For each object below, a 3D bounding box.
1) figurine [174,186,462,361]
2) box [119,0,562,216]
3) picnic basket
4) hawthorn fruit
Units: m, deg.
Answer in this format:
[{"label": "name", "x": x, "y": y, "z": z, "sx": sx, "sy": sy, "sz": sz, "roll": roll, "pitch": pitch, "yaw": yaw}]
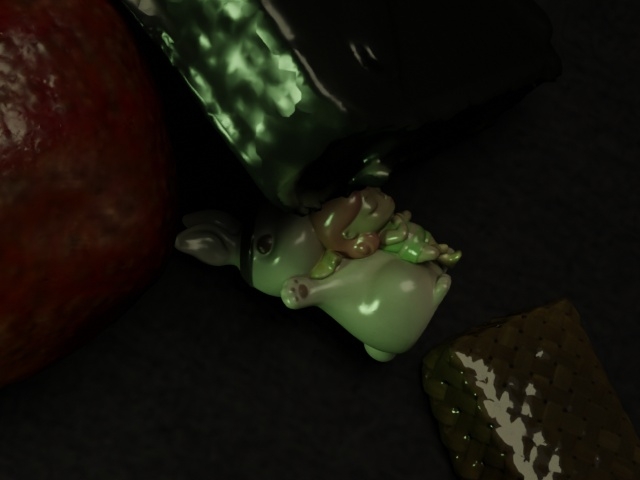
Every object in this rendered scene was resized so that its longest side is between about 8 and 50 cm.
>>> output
[{"label": "figurine", "x": 0.002, "y": -0.004, "z": 0.898, "sx": 0.146, "sy": 0.081, "sz": 0.098, "roll": 30, "pitch": 97, "yaw": -5}, {"label": "box", "x": -0.022, "y": -0.195, "z": 0.881, "sx": 0.350, "sy": 0.091, "sz": 0.359, "roll": 55, "pitch": 27, "yaw": 4}, {"label": "picnic basket", "x": 0.138, "y": 0.129, "z": 0.907, "sx": 0.110, "sy": 0.055, "sz": 0.193, "roll": -19, "pitch": 77, "yaw": -27}, {"label": "hawthorn fruit", "x": -0.190, "y": -0.031, "z": 0.770, "sx": 0.250, "sy": 0.215, "sz": 0.215, "roll": -22, "pitch": 77, "yaw": -25}]
